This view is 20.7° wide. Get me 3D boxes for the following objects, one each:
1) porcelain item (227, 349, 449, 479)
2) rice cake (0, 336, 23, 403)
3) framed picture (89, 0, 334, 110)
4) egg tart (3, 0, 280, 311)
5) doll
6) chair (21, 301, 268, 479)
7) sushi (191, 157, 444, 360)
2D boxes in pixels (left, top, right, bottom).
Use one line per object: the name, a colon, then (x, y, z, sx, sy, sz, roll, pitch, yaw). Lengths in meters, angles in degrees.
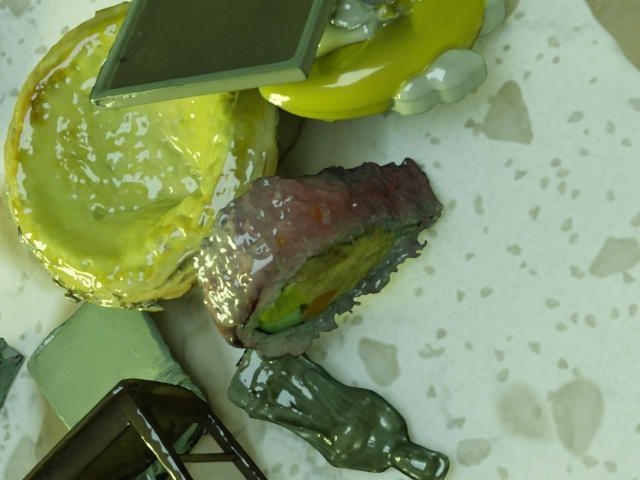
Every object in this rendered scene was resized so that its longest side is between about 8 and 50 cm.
porcelain item: (0.020, 0.167, 1.593, 0.215, 0.069, 0.081, 30, 89, 22)
rice cake: (-0.358, 0.197, 1.777, 0.033, 0.033, 0.208, 25, 91, 36)
framed picture: (-0.073, -0.255, 1.622, 0.232, 0.024, 0.315, -5, 51, 31)
egg tart: (-0.161, -0.081, 1.689, 0.315, 0.120, 0.315, -5, 76, 23)
doll: (0.046, -0.207, 1.609, 0.252, 0.111, 0.237, -4, 56, 15)
chair: (-0.187, 0.175, 1.621, 0.160, 0.186, 0.319, -45, 68, 17)
sushi: (-0.006, -0.006, 1.550, 0.241, 0.161, 0.107, -38, 65, -4)
